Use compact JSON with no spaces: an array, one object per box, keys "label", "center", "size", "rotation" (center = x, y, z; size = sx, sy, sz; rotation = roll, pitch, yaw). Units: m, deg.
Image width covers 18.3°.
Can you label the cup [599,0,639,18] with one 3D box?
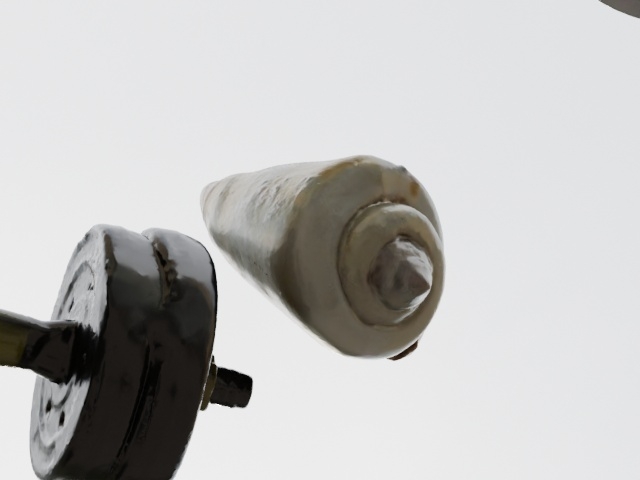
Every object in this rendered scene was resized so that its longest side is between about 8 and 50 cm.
[{"label":"cup","center":[0.165,-0.190,0.910],"size":[0.099,0.136,0.133],"rotation":[12,-43,-20]}]

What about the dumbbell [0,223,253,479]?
[{"label":"dumbbell","center":[-0.224,0.055,1.247],"size":[0.388,0.185,0.185],"rotation":[14,-63,-20]}]

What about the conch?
[{"label":"conch","center":[0.007,-0.010,1.362],"size":[0.158,0.255,0.127],"rotation":[24,-81,-41]}]
